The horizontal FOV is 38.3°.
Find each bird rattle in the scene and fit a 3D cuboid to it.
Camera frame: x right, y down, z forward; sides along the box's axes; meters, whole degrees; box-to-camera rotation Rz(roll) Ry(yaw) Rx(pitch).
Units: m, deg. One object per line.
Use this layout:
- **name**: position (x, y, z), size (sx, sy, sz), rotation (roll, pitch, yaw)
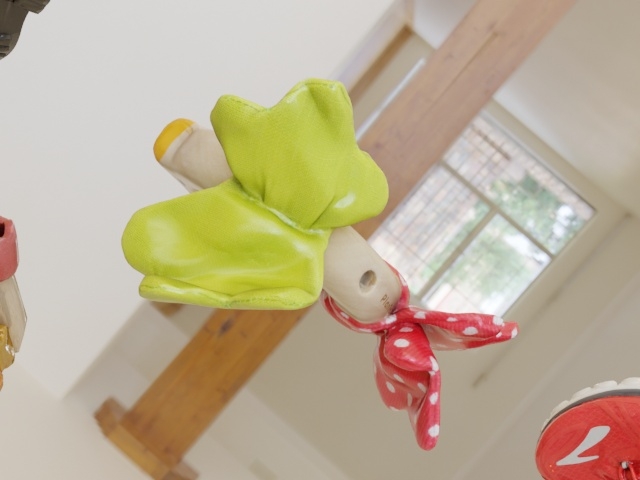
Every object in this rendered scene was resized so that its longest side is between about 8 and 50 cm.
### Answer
- **bird rattle**: position (0.000, 0.000, 0.559), size (0.253, 0.207, 0.143), rotation (33, 91, -43)

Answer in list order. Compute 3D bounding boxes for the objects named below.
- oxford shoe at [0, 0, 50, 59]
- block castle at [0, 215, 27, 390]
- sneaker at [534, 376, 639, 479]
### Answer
- **oxford shoe**: position (-0.270, -0.198, 0.711), size (0.227, 0.096, 0.082), rotation (-24, 157, 38)
- **block castle**: position (-0.552, 0.103, 0.934), size (0.303, 0.453, 0.213), rotation (-96, -179, -60)
- **sneaker**: position (0.286, 0.180, 0.713), size (0.279, 0.107, 0.118), rotation (-5, -161, 39)
